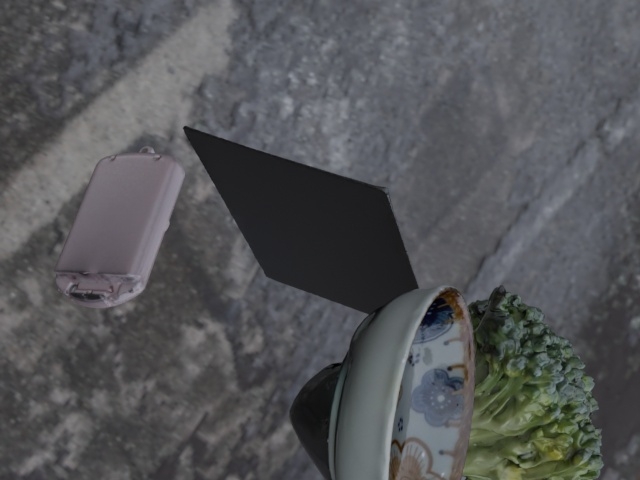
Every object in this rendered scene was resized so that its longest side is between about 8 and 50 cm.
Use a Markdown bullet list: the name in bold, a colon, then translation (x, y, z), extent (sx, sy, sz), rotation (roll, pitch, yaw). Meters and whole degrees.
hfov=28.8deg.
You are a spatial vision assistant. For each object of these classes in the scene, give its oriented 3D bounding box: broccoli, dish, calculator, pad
- **broccoli**: translation (0.169, 0.189, 1.290), extent (0.245, 0.248, 0.288), rotation (-33, 121, -5)
- **dish**: translation (0.022, 0.088, 0.624), extent (0.141, 0.078, 0.141), rotation (7, 90, -68)
- **calculator**: translation (-0.190, -0.016, 1.181), extent (0.032, 0.100, 0.175), rotation (53, 47, -50)
- **pad**: translation (0.000, 0.000, 0.969), extent (0.006, 0.170, 0.245), rotation (-62, 155, -21)
